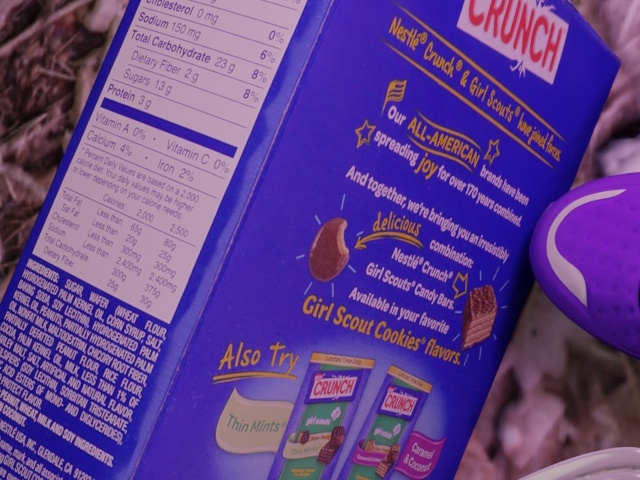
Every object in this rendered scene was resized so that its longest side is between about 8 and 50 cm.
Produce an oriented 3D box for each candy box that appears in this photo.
[{"bbox_3d":[0.000,0.000,0.627,0.122,0.268,0.317,23,90,34],"label":"candy box"}]

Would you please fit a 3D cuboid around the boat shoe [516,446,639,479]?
[{"bbox_3d":[0.068,0.206,0.627,0.302,0.091,0.114,-43,76,15],"label":"boat shoe"}]

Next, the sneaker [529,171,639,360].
[{"bbox_3d":[0.204,0.022,0.552,0.293,0.146,0.102,21,89,37],"label":"sneaker"}]
